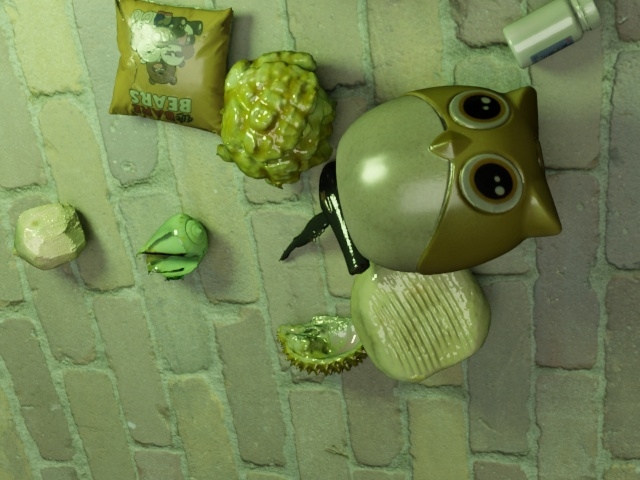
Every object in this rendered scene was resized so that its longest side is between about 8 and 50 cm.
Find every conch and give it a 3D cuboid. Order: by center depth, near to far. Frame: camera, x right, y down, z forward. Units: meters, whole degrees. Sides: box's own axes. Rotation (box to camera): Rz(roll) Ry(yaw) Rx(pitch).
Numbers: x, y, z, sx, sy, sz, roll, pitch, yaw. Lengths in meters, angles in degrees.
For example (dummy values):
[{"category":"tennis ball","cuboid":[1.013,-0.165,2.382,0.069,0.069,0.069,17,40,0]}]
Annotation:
[{"category":"conch","cuboid":[-0.398,0.033,1.914,0.143,0.137,0.251,44,115,-9]}]

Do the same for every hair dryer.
[{"category":"hair dryer","cuboid":[0.000,0.000,1.795,0.120,0.303,0.359,6,149,-35]}]

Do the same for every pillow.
[{"category":"pillow","cuboid":[-0.363,-0.425,1.721,0.310,0.119,0.312,10,113,4]}]

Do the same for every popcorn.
[{"category":"popcorn","cuboid":[-0.096,-0.271,1.652,0.275,0.279,0.335,4,102,-10]}]

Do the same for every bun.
[{"category":"bun","cuboid":[0.248,0.180,1.803,0.361,0.213,0.360,0,100,1]}]

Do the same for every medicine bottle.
[{"category":"medicine bottle","cuboid":[0.497,-0.457,1.531,0.187,0.103,0.102,-26,105,20]}]

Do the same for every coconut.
[{"category":"coconut","cuboid":[-0.752,-0.007,1.954,0.195,0.194,0.194,4,114,10]}]

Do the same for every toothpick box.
[{"category":"toothpick box","cuboid":[0.276,-0.136,1.545,0.426,0.409,0.408,-11,110,18]}]

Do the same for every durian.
[{"category":"durian","cuboid":[0.010,0.283,1.934,0.306,0.172,0.166,-3,88,22]}]
